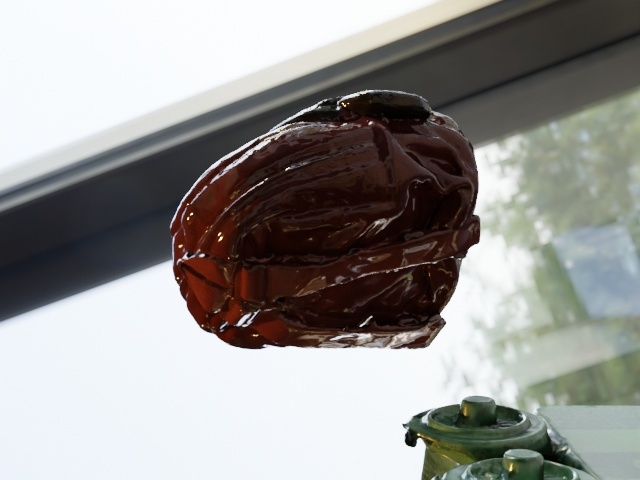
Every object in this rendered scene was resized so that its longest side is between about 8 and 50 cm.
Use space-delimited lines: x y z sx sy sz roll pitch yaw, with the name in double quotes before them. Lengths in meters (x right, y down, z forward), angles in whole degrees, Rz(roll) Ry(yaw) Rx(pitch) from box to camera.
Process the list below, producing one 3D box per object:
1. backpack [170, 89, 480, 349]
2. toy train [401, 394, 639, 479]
"backpack" -0.001 -0.002 1.179 0.229 0.229 0.139 50 -165 -59
"toy train" 0.170 0.194 1.065 0.299 0.238 0.167 -127 38 -74
